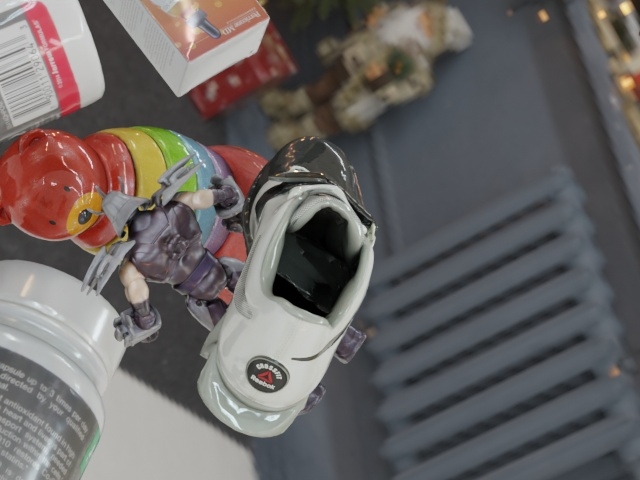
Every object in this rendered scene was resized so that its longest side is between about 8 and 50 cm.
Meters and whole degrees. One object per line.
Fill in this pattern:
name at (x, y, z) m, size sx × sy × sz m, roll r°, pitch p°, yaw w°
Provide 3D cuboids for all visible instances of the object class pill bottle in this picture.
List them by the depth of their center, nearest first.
pill bottle at (-0.354, -0.135, 1.169) m, size 0.176 × 0.319 × 0.176 m, roll 59°, pitch -14°, yaw 25°
pill bottle at (-0.331, 0.206, 1.365) m, size 0.204 × 0.204 × 0.361 m, roll 47°, pitch 48°, yaw -30°

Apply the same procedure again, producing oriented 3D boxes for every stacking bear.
stacking bear at (-0.205, -0.045, 1.486) m, size 0.289 × 0.175 × 0.164 m, roll 9°, pitch 29°, yaw -48°

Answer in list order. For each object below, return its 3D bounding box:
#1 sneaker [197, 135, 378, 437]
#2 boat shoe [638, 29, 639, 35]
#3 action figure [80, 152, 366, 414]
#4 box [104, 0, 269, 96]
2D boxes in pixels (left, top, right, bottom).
sneaker at (0.000, 0.000, 1.173) m, size 0.122 × 0.146 × 0.330 m, roll 24°, pitch 39°, yaw -11°
boat shoe at (0.368, -0.234, 1.329) m, size 0.073 × 0.207 × 0.073 m, roll 26°, pitch 68°, yaw -4°
action figure at (-0.101, 0.044, 1.325) m, size 0.285 × 0.185 × 0.099 m, roll 40°, pitch -5°, yaw -12°
box at (-0.169, -0.290, 1.776) m, size 0.130 × 0.091 × 0.170 m, roll -34°, pitch 79°, yaw -24°
